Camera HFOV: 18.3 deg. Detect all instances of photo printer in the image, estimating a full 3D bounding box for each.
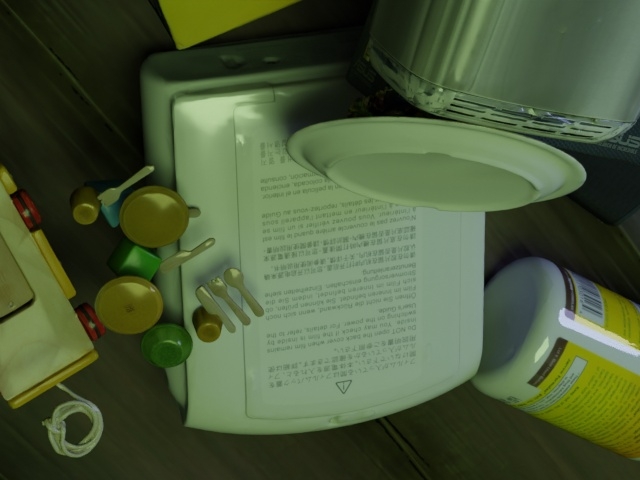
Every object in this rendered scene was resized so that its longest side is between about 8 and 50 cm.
[{"bbox_3d":[0.000,0.000,1.476,0.256,0.107,0.308,-9,118,-14],"label":"photo printer"}]

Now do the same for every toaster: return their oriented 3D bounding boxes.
[{"bbox_3d":[0.126,-0.152,1.237,0.227,0.129,0.146,7,113,-28],"label":"toaster"}]

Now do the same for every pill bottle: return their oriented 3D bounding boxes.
[{"bbox_3d":[0.227,0.102,1.591,0.215,0.117,0.117,26,106,-26],"label":"pill bottle"}]

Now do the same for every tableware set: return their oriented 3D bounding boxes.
[{"bbox_3d":[-0.117,0.019,1.386,0.104,0.024,0.154,-31,118,12],"label":"tableware set"}]

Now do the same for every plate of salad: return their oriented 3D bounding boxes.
[{"bbox_3d":[0.077,-0.060,1.319,0.199,0.200,0.048,13,76,-22],"label":"plate of salad"}]

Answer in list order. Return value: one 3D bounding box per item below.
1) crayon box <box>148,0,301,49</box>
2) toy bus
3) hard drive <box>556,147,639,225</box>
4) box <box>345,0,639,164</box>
[{"bbox_3d":[-0.014,-0.343,1.276,0.313,0.106,0.363,-24,130,-6],"label":"crayon box"},{"bbox_3d":[-0.231,0.030,1.421,0.191,0.104,0.202,15,102,-26],"label":"toy bus"},{"bbox_3d":[0.252,-0.139,1.514,0.172,0.054,0.255,33,103,-28],"label":"hard drive"},{"bbox_3d":[0.153,-0.161,1.360,0.232,0.059,0.183,11,109,-31],"label":"box"}]
